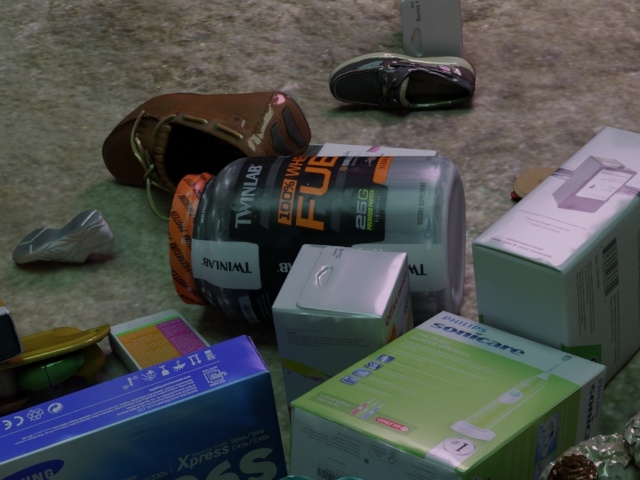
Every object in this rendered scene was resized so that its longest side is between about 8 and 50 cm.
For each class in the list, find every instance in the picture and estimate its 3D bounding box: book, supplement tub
[{"bbox_3d":[-0.184,0.138,1.810,0.096,0.035,0.144,-21,36,-23],"label":"book"},{"bbox_3d":[0.000,0.000,1.816,0.338,0.207,0.207,0,35,12],"label":"supplement tub"}]

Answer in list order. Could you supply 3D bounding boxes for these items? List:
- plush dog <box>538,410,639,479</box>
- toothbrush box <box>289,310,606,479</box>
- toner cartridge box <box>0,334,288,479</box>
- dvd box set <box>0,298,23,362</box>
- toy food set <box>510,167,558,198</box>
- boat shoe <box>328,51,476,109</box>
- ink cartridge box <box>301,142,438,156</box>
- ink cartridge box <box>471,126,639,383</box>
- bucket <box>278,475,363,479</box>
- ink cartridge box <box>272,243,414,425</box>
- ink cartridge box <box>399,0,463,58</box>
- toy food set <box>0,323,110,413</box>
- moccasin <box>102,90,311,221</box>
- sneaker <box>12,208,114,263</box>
[{"bbox_3d":[0.304,0.222,1.380,0.225,0.262,0.211,-20,54,9],"label":"plush dog"},{"bbox_3d":[0.132,0.195,1.525,0.206,0.122,0.283,17,28,33],"label":"toothbrush box"},{"bbox_3d":[-0.213,0.233,1.558,0.347,0.165,0.075,-19,35,-14],"label":"toner cartridge box"},{"bbox_3d":[-0.558,0.101,1.833,0.307,0.062,0.420,-21,22,-17],"label":"dvd box set"},{"bbox_3d":[0.299,-0.072,2.024,0.082,0.020,0.083,-26,38,-24],"label":"toy food set"},{"bbox_3d":[0.123,-0.235,2.249,0.223,0.080,0.073,-2,29,2],"label":"boat shoe"},{"bbox_3d":[0.056,-0.061,1.976,0.198,0.115,0.067,5,35,20],"label":"ink cartridge box"},{"bbox_3d":[0.307,0.032,1.703,0.121,0.211,0.289,19,41,36],"label":"ink cartridge box"},{"bbox_3d":[-0.003,0.360,1.310,0.281,0.183,0.281,-5,34,3],"label":"bucket"},{"bbox_3d":[0.031,0.111,1.672,0.127,0.176,0.128,3,36,17],"label":"ink cartridge box"},{"bbox_3d":[0.174,-0.363,2.354,0.092,0.160,0.219,-4,35,6],"label":"ink cartridge box"},{"bbox_3d":[-0.351,0.159,1.793,0.217,0.071,0.128,-14,10,-12],"label":"toy food set"},{"bbox_3d":[-0.179,-0.115,2.041,0.380,0.139,0.147,6,39,44],"label":"moccasin"},{"bbox_3d":[-0.347,0.010,2.019,0.152,0.061,0.054,-17,38,22],"label":"sneaker"}]
